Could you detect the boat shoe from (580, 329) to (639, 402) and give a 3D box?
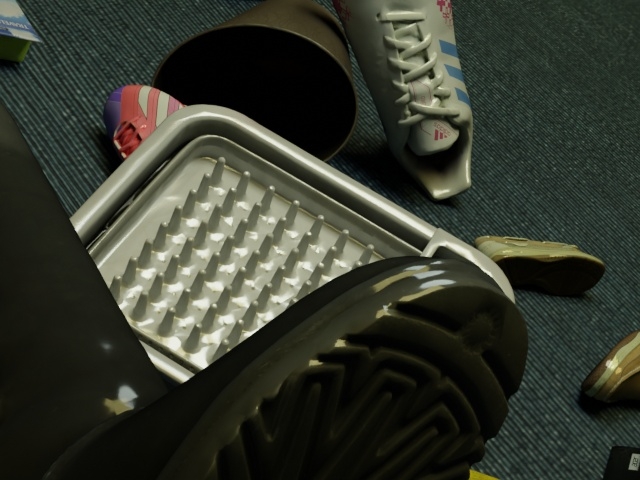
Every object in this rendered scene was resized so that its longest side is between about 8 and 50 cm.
[{"bbox_3d":[0.315,0.128,1.633,0.072,0.068,0.190,48,30,12],"label":"boat shoe"}]

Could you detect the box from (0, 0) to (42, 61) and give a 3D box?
[{"bbox_3d":[-0.356,-0.235,1.656,0.109,0.042,0.178,5,34,-38],"label":"box"}]

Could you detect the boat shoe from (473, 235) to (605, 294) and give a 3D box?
[{"bbox_3d":[0.230,0.021,1.753,0.153,0.056,0.048,3,39,-29],"label":"boat shoe"}]

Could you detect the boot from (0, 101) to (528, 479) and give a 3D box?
[{"bbox_3d":[-0.126,0.048,0.983,0.146,0.367,0.445,39,8,-41],"label":"boot"}]

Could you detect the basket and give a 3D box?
[{"bbox_3d":[-0.050,-0.167,1.716,0.204,0.154,0.227,3,19,7],"label":"basket"}]

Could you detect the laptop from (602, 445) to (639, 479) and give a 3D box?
[{"bbox_3d":[0.361,0.299,1.421,0.264,0.136,0.234,53,26,-7],"label":"laptop"}]

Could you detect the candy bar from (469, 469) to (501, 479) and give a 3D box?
[{"bbox_3d":[0.114,0.197,1.357,0.161,0.018,0.040,19,24,-17],"label":"candy bar"}]

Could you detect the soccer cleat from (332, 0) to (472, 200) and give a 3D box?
[{"bbox_3d":[0.101,-0.178,1.754,0.331,0.116,0.143,64,9,-46],"label":"soccer cleat"}]

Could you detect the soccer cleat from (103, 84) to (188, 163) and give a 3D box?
[{"bbox_3d":[-0.141,-0.061,1.513,0.095,0.083,0.248,-5,44,-42],"label":"soccer cleat"}]

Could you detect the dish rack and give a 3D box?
[{"bbox_3d":[-0.035,0.051,1.346,0.333,0.072,0.285,31,46,6],"label":"dish rack"}]
